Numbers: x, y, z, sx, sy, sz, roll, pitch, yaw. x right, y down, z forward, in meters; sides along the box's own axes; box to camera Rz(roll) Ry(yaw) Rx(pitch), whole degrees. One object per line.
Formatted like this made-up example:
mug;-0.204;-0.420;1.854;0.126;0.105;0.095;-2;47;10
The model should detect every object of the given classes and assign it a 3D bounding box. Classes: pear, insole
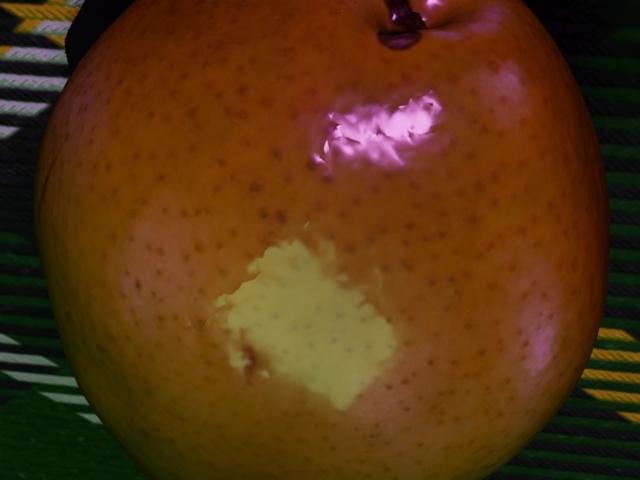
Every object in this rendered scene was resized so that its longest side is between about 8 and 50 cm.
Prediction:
pear;0.000;0.000;1.204;0.362;0.362;0.418;19;136;-10
insole;-0.131;-0.141;1.307;0.080;0.003;0.232;16;156;-6
